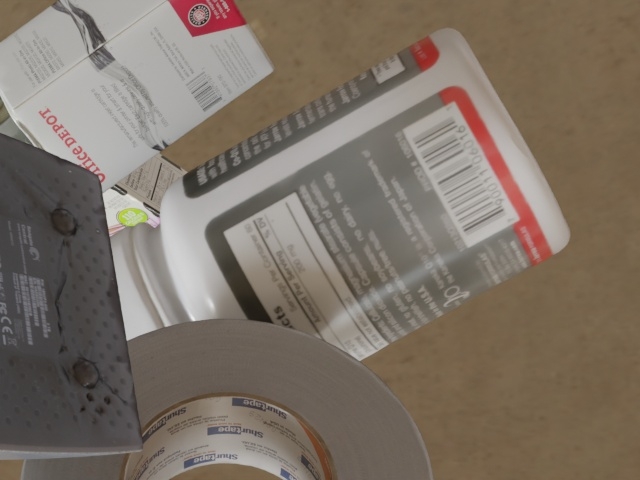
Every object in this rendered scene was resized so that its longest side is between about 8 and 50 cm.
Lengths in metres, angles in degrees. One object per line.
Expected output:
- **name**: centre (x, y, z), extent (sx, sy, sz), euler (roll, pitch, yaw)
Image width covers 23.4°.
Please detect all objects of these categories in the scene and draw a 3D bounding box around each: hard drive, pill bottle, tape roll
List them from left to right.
- **hard drive**: centre (-0.195, 0.018, 0.698), extent (0.255, 0.054, 0.172), euler (17, 53, -50)
- **tape roll**: centre (-0.050, 0.150, 0.836), extent (0.219, 0.072, 0.219), euler (2, 50, -3)
- **pill bottle**: centre (0.000, 0.000, 0.988), extent (0.283, 0.161, 0.161), euler (-29, 96, 6)

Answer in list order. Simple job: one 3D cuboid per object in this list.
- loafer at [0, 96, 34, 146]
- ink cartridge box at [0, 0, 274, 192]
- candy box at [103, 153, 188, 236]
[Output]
- **loafer**: centre (-0.209, -0.091, 1.209), extent (0.094, 0.251, 0.087), euler (38, 54, -20)
- **ink cartridge box**: centre (-0.120, -0.110, 0.968), extent (0.150, 0.109, 0.063), euler (-35, 55, -2)
- **candy box**: centre (-0.203, -0.025, 1.543), extent (0.233, 0.159, 0.071), euler (34, 48, -28)
